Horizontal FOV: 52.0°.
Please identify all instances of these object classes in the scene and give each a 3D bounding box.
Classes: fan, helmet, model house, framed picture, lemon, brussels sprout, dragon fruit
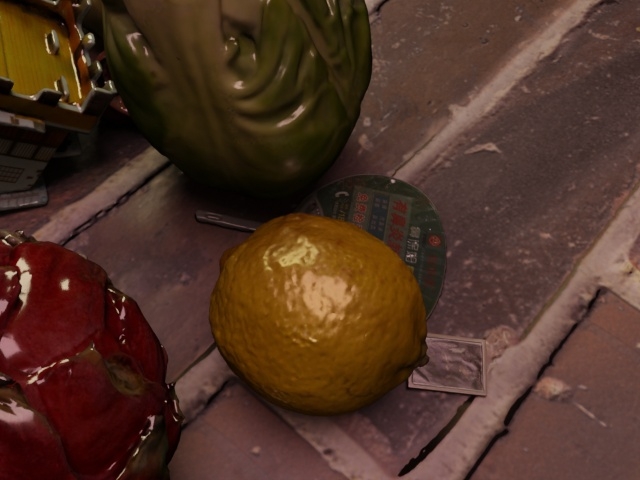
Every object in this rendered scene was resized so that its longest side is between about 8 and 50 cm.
[{"bbox_3d":[0.019,0.025,0.778,0.294,0.012,0.223,-14,64,-13],"label":"fan"},{"bbox_3d":[-0.264,-0.188,0.847,0.089,0.057,0.111,29,43,-30],"label":"helmet"},{"bbox_3d":[-0.376,-0.180,0.738,0.198,0.215,0.224,9,49,-48],"label":"model house"},{"bbox_3d":[0.139,0.135,0.723,0.089,0.007,0.066,8,63,-3],"label":"framed picture"},{"bbox_3d":[-0.003,0.073,0.642,0.231,0.192,0.192,26,60,11],"label":"lemon"},{"bbox_3d":[-0.094,-0.217,0.709,0.281,0.355,0.289,14,74,20],"label":"brussels sprout"},{"bbox_3d":[-0.262,0.150,0.508,0.329,0.329,0.329,3,59,-5],"label":"dragon fruit"}]

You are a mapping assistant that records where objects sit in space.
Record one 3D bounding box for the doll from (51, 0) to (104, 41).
[{"bbox_3d":[-0.310,-0.348,0.868,0.260,0.162,0.177,9,24,-9],"label":"doll"}]
